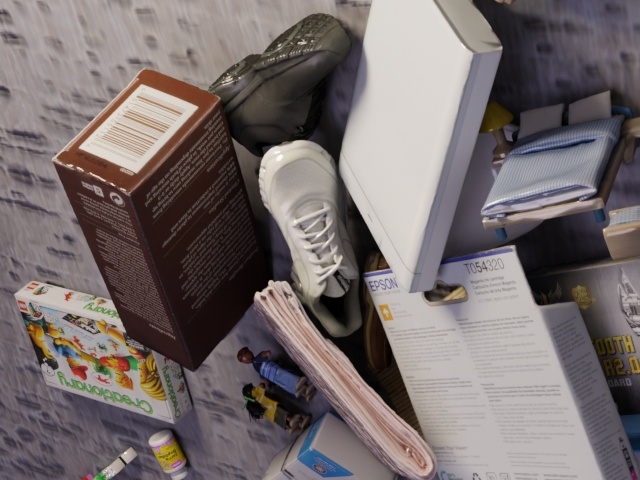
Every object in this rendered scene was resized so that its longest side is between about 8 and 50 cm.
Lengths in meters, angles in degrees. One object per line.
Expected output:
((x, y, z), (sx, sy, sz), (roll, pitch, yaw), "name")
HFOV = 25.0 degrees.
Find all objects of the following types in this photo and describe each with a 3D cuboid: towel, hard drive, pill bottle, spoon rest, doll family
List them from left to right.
((-0.255, 0.364, 2.439), (0.043, 0.043, 0.083), (-6, 116, 44), "pill bottle")
((-0.071, 0.221, 2.147), (0.111, 0.076, 0.193), (32, 134, 22), "doll family")
((0.027, 0.186, 1.921), (0.317, 0.053, 0.332), (50, 174, 2), "towel")
((0.103, -0.144, 1.640), (0.353, 0.047, 0.233), (102, 151, -43), "hard drive")
((0.190, -0.031, 1.710), (0.137, 0.084, 0.276), (38, 139, 11), "spoon rest")

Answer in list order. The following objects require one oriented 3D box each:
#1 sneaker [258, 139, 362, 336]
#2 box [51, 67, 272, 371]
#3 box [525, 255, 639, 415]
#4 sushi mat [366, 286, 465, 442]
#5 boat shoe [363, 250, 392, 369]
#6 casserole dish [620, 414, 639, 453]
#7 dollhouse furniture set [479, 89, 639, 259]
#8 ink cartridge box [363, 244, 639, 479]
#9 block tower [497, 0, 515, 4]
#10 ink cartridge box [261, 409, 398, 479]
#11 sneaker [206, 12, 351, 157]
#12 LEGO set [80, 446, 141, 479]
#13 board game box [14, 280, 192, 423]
((0.000, 0.000, 1.843), (0.118, 0.110, 0.292), (-113, 4, -52), "sneaker")
((-0.198, -0.021, 1.913), (0.143, 0.191, 0.381), (23, 148, 29), "box")
((0.353, 0.108, 1.665), (0.231, 0.056, 0.183), (-11, 100, 45), "box")
((0.175, 0.159, 1.896), (0.151, 0.019, 0.316), (58, 140, 9), "sushi mat")
((0.090, 0.098, 1.909), (0.060, 0.064, 0.178), (5, 120, 10), "boat shoe")
((0.366, 0.208, 1.778), (0.188, 0.037, 0.114), (-12, 112, 46), "casserole dish")
((0.254, -0.119, 1.416), (0.303, 0.286, 0.198), (-11, 114, 28), "dollhouse furniture set")
((0.214, 0.166, 1.742), (0.324, 0.071, 0.330), (-12, 99, 59), "ink cartridge box")
((0.209, -0.387, 1.410), (0.097, 0.091, 0.335), (33, 138, 16), "block tower")
((0.012, 0.351, 2.142), (0.139, 0.082, 0.191), (34, 142, -9), "ink cartridge box")
((-0.035, -0.187, 1.787), (0.130, 0.109, 0.286), (50, 149, -11), "sneaker")
((-0.392, 0.462, 2.597), (0.087, 0.093, 0.227), (50, 139, -2), "LEGO set")
((-0.360, 0.182, 2.382), (0.305, 0.053, 0.193), (11, 127, 36), "board game box")
